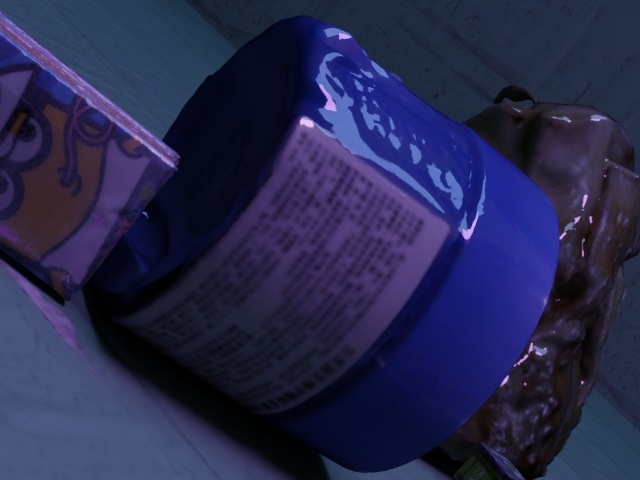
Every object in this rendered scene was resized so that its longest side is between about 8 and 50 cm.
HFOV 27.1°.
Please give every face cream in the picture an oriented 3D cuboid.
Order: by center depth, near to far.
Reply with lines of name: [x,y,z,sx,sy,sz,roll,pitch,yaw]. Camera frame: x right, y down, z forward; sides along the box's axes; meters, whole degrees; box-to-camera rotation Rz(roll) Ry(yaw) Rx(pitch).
face cream: [0.000,0.000,0.906,0.225,0.249,0.249,36,10,-24]

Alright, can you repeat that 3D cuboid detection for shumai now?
shumai: [0.156,0.005,1.286,0.395,0.348,0.395,41,13,-11]

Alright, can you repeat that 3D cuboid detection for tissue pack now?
tissue pack: [-0.181,-0.052,0.833,0.155,0.115,0.065,38,9,-10]

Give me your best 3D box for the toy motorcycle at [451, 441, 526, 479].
toy motorcycle: [0.132,0.221,0.876,0.058,0.100,0.173,34,10,-40]
